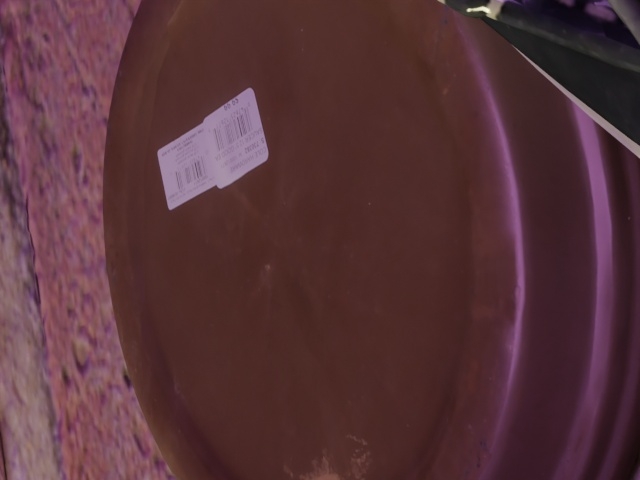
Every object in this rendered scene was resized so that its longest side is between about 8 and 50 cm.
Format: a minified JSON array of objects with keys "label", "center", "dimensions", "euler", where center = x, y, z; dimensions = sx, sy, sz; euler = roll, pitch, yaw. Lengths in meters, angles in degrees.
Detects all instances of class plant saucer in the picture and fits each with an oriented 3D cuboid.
[{"label":"plant saucer","center":[0.000,0.000,0.565],"dimensions":[0.278,0.041,0.277],"euler":[12,105,53]}]

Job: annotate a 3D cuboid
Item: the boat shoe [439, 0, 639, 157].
[{"label":"boat shoe","center":[0.057,-0.123,0.355],"dimensions":[0.500,0.156,0.186],"euler":[38,107,44]}]
